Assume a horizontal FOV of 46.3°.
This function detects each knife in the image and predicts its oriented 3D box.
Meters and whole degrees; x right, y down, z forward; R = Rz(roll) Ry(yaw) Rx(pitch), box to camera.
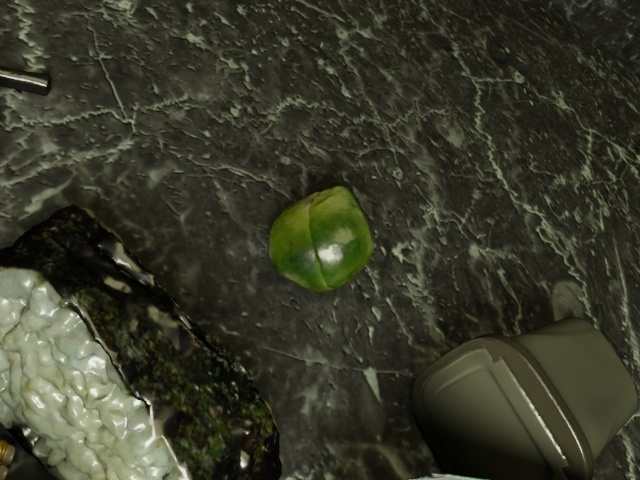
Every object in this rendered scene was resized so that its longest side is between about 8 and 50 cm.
[{"bbox_3d":[-0.459,-0.227,0.944,0.230,0.028,0.060,8,42,-27],"label":"knife"}]

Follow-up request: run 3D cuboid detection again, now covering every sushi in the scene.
[{"bbox_3d":[-0.189,0.142,0.724,0.350,0.211,0.171,51,33,1],"label":"sushi"}]

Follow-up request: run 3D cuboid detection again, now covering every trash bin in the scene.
[{"bbox_3d":[0.282,0.219,0.996,0.250,0.219,0.220,-13,68,-47],"label":"trash bin"}]

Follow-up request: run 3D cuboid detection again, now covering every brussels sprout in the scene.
[{"bbox_3d":[0.000,0.004,1.018,0.155,0.155,0.118,-47,125,-45],"label":"brussels sprout"}]

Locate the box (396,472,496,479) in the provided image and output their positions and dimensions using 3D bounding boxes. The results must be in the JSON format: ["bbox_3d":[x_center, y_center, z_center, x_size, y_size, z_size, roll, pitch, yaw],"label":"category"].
[{"bbox_3d":[0.161,0.339,0.783,0.336,0.264,0.106,16,53,-24],"label":"box"}]

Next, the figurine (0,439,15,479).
[{"bbox_3d":[-0.355,0.181,0.683,0.143,0.068,0.101,1,76,-39],"label":"figurine"}]
